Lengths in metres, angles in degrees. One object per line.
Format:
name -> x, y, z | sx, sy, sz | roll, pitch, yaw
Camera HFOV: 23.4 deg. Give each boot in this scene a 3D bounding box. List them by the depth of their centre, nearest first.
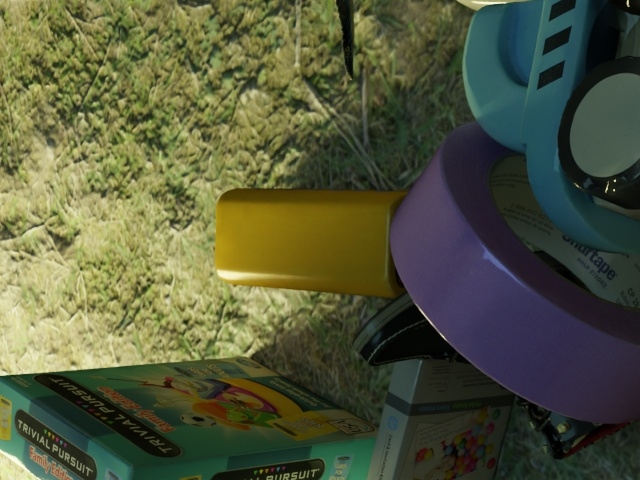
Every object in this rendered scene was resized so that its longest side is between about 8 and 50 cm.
boot -> 0.163, 0.112, 1.374 | 0.178, 0.236, 0.085 | 61, 148, 22

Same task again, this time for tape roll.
tape roll -> 0.197, 0.021, 1.295 | 0.275, 0.275, 0.090 | 55, 129, 32

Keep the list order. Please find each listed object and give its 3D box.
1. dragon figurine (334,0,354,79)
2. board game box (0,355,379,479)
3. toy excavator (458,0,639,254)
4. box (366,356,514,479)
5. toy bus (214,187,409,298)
dragon figurine -> 0.017, -0.317, 1.586 | 0.085, 0.144, 0.289 | 37, 117, 41
board game box -> -0.135, 0.205, 1.618 | 0.254, 0.336, 0.079 | 22, 107, 45
toy excavator -> 0.209, -0.205, 1.324 | 0.445, 0.222, 0.433 | 2, 79, 51
box -> 0.116, 0.189, 1.483 | 0.038, 0.145, 0.186 | 28, 110, 45
toy bus -> 0.000, 0.000, 1.618 | 0.333, 0.130, 0.108 | 3, 93, 48
